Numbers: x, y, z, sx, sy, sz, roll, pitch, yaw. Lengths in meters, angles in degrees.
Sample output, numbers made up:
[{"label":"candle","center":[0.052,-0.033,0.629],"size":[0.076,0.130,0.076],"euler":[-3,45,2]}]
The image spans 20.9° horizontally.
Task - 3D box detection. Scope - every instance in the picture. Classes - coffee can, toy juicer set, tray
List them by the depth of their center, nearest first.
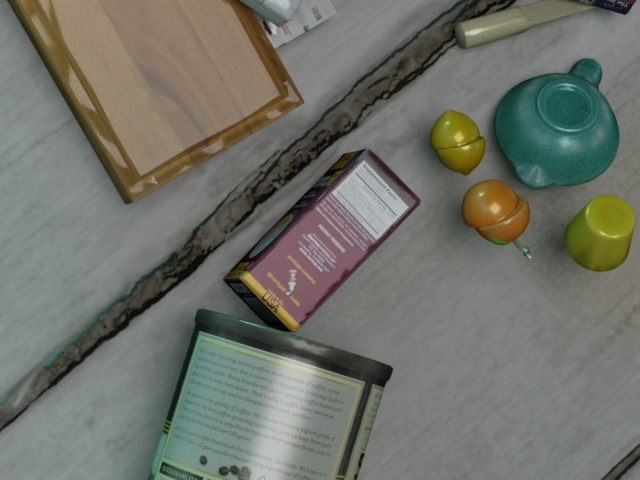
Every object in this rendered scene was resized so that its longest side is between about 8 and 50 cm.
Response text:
[{"label":"coffee can","center":[-0.064,0.226,1.692],"size":[0.201,0.201,0.275],"euler":[18,85,-13]},{"label":"tray","center":[-0.207,-0.265,1.730],"size":[0.203,0.076,0.411],"euler":[-31,97,-12]},{"label":"toy juicer set","center":[0.215,-0.123,1.829],"size":[0.209,0.089,0.329],"euler":[2,64,-5]}]

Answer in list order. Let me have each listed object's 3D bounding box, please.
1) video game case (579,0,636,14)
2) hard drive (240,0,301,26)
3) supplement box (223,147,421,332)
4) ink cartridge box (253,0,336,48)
[{"label":"video game case","center":[0.247,-0.328,1.762],"size":[0.232,0.210,0.042],"euler":[16,63,-7]},{"label":"hard drive","center":[-0.125,-0.404,1.698],"size":[0.353,0.047,0.233],"euler":[33,75,-15]},{"label":"supplement box","center":[0.000,0.000,1.760],"size":[0.081,0.104,0.188],"euler":[46,79,-9]},{"label":"ink cartridge box","center":[-0.032,-0.233,1.791],"size":[0.083,0.028,0.048],"euler":[-32,97,-18]}]
